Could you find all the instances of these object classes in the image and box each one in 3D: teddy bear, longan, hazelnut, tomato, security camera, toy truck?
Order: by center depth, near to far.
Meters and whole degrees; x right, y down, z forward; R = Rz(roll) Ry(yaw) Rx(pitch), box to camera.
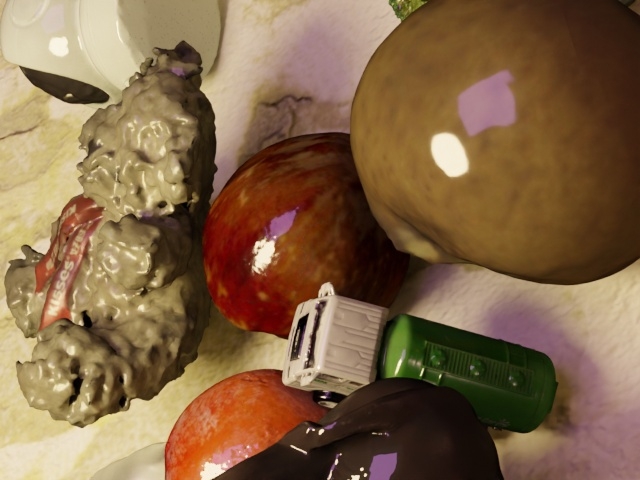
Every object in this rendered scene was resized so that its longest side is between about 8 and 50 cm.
[{"bbox_3d":[0.184,-0.100,1.817,0.319,0.319,0.319,-15,63,32],"label":"longan"},{"bbox_3d":[0.094,0.119,1.846,0.125,0.242,0.101,150,134,-70],"label":"toy truck"},{"bbox_3d":[-0.058,0.227,1.922,0.184,0.208,0.208,19,83,39],"label":"tomato"},{"bbox_3d":[0.000,0.000,1.975,0.218,0.218,0.234,-33,14,22],"label":"hazelnut"},{"bbox_3d":[-0.204,-0.025,2.062,0.357,0.224,0.368,-120,35,-70],"label":"teddy bear"},{"bbox_3d":[-0.257,-0.247,2.286,0.236,0.194,0.195,-4,69,35],"label":"security camera"}]

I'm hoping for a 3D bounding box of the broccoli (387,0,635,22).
[{"bbox_3d":[0.189,-0.319,1.955,0.275,0.308,0.308,44,101,15],"label":"broccoli"}]

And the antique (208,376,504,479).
[{"bbox_3d":[0.063,0.257,1.747,0.255,0.322,0.185,-39,48,-18],"label":"antique"}]

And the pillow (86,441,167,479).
[{"bbox_3d":[-0.190,0.340,2.058,0.144,0.078,0.254,-20,60,30],"label":"pillow"}]
